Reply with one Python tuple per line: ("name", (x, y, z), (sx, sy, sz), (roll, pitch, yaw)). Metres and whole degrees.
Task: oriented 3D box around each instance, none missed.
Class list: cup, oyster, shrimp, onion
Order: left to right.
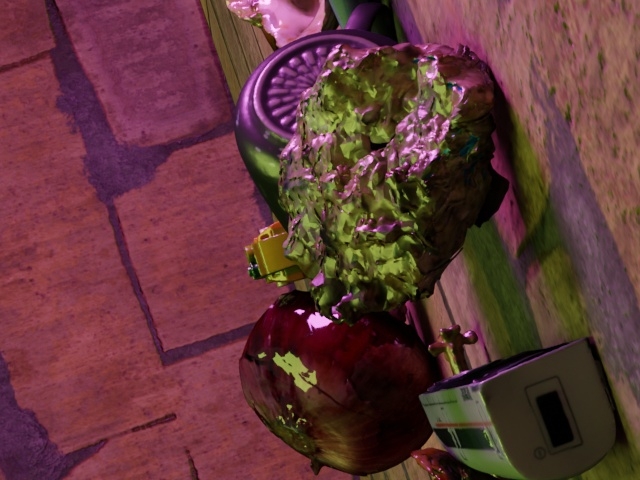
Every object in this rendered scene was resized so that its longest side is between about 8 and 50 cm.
("oyster", (-0.019, -0.257, 1.738), (0.233, 0.107, 0.161), (174, 99, -71))
("onion", (0.030, 0.147, 1.993), (0.252, 0.219, 0.252), (24, 149, 16))
("cup", (0.031, -0.096, 1.490), (0.176, 0.169, 0.223), (67, -145, -48))
("oyster", (0.049, -0.048, 1.279), (0.259, 0.092, 0.198), (-24, 76, 40))
("shrimp", (0.145, 0.217, 1.411), (0.178, 0.034, 0.124), (40, -174, 36))

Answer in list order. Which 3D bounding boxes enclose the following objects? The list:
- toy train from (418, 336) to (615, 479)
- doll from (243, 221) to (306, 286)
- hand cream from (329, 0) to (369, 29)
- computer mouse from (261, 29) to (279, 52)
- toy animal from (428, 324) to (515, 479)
("toy train", (0.145, 0.137, 1.345), (0.407, 0.086, 0.088), (119, 128, -84))
("doll", (0.003, -0.001, 1.908), (0.134, 0.186, 0.106), (-15, -94, -67))
("hand cream", (0.003, -0.280, 1.540), (0.111, 0.070, 0.312), (-102, -4, -47))
("computer mouse", (-0.060, -0.309, 2.177), (0.245, 0.056, 0.126), (87, 165, -76))
("toy animal", (0.157, 0.213, 1.610), (0.149, 0.054, 0.275), (-111, 3, -63))
